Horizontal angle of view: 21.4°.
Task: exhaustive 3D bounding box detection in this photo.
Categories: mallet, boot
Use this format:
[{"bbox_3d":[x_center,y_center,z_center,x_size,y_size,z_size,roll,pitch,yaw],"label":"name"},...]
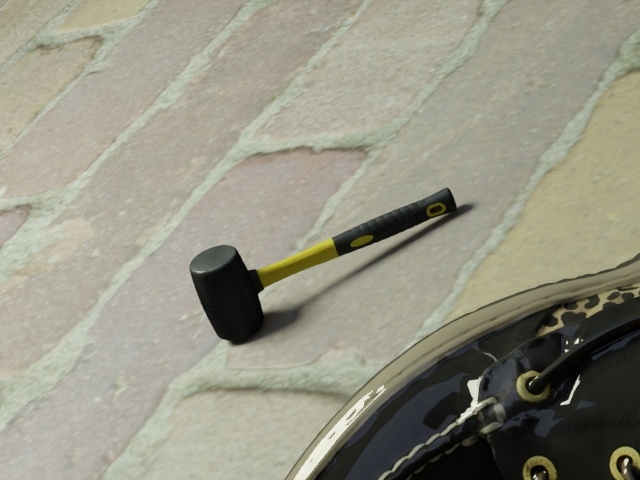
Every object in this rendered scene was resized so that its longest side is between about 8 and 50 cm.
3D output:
[{"bbox_3d":[0.000,0.000,1.162,0.190,0.062,0.039,-29,27,1],"label":"mallet"},{"bbox_3d":[0.167,0.121,0.711,0.377,0.138,0.284,-26,26,-4],"label":"boot"}]
